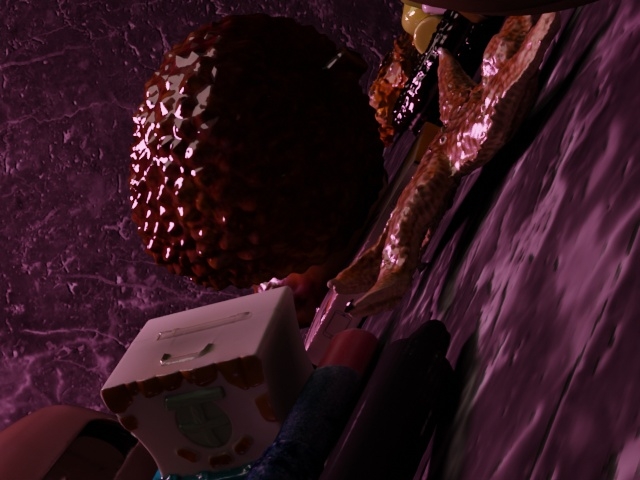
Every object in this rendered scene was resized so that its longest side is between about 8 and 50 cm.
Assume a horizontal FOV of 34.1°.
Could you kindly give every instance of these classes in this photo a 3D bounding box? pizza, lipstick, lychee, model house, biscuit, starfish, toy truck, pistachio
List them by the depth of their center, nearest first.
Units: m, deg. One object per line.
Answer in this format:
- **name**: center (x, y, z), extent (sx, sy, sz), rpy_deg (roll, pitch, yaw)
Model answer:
- **lipstick**: center (-0.016, 0.138, 0.612), extent (0.234, 0.053, 0.053), rpy_deg (-58, -1, -40)
- **starfish**: center (0.078, -0.061, 0.615), extent (0.235, 0.062, 0.277), rpy_deg (-59, 1, 41)
- **model house**: center (-0.058, 0.125, 0.725), extent (0.127, 0.149, 0.100), rpy_deg (-15, 23, 19)
- **lychee**: center (-0.061, -0.073, 0.927), extent (0.271, 0.236, 0.236), rpy_deg (-48, 8, 29)
- **pistachio**: center (0.000, 0.000, 1.076), extent (0.165, 0.130, 0.210), rpy_deg (9, 64, 45)
- **biscuit**: center (0.137, -0.197, 1.124), extent (0.194, 0.053, 0.194), rpy_deg (-62, 1, 2)
- **toy truck**: center (0.165, -0.343, 1.422), extent (0.187, 0.148, 0.210), rpy_deg (-56, -27, -87)
- **pizza**: center (0.126, -0.243, 1.688), extent (0.289, 0.081, 0.229), rpy_deg (-62, -5, 28)

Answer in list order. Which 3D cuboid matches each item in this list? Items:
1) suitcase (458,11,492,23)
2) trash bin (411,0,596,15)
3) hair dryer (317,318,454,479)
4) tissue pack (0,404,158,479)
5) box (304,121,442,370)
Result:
- **suitcase**: center (0.120, -0.298, 0.908), extent (0.143, 0.194, 0.235), rpy_deg (-52, 4, 8)
- **trash bin**: center (0.090, -0.224, 0.418), extent (0.334, 0.214, 0.214), rpy_deg (-56, -2, -41)
- **hair dryer**: center (0.017, 0.087, 0.342), extent (0.248, 0.070, 0.114), rpy_deg (-50, -10, -53)
- **tissue pack**: center (-0.257, 0.322, 0.988), extent (0.387, 0.267, 0.277), rpy_deg (-63, -2, -77)
- **box**: center (0.050, 0.001, 0.894), extent (0.247, 0.033, 0.129), rpy_deg (-61, 1, 22)
